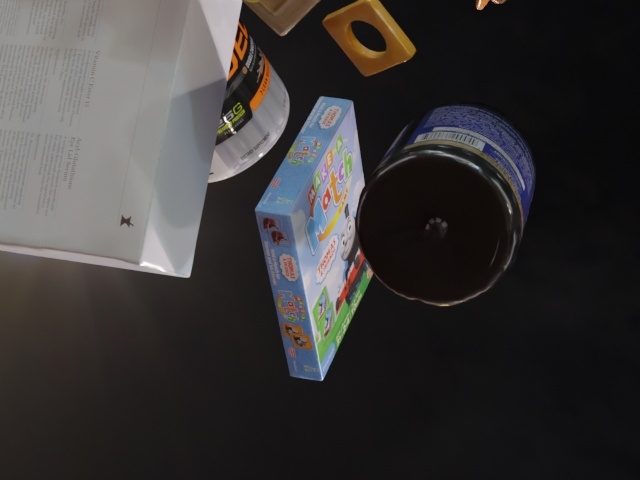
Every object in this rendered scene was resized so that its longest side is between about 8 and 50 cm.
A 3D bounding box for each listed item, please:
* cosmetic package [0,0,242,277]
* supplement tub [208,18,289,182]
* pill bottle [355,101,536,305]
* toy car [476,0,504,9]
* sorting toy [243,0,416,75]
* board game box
[{"bbox_3d":[-0.226,-0.171,1.347,0.284,0.097,0.377,8,-96,29],"label":"cosmetic package"},{"bbox_3d":[-0.202,-0.255,1.973,0.207,0.207,0.338,39,-10,49],"label":"supplement tub"},{"bbox_3d":[0.105,-0.041,1.136,0.219,0.123,0.122,-55,129,-68],"label":"pill bottle"},{"bbox_3d":[0.161,-0.299,1.207,0.219,0.210,0.238,23,-23,15],"label":"toy car"},{"bbox_3d":[-0.059,-0.255,1.140,0.348,0.047,0.196,42,-33,-9],"label":"sorting toy"},{"bbox_3d":[0.000,0.000,1.329,0.039,0.160,0.211,9,-44,21],"label":"board game box"}]
